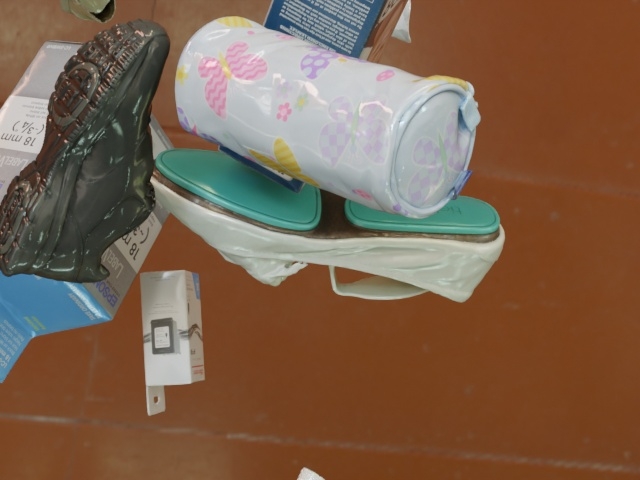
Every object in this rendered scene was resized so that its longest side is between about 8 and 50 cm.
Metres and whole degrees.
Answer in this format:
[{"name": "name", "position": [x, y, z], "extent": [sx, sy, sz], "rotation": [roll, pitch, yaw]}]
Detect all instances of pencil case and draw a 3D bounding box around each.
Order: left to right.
[{"name": "pencil case", "position": [0.000, -0.112, 1.003], "extent": [0.124, 0.273, 0.113], "rotation": [-61, 142, -10]}]

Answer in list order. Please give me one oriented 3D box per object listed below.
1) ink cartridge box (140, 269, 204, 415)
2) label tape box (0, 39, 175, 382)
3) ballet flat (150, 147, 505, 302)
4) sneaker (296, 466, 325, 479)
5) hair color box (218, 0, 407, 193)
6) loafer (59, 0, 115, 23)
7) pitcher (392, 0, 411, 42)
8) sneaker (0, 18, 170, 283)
[{"name": "ink cartridge box", "position": [-0.188, 0.131, 1.527], "extent": [0.060, 0.180, 0.104], "rotation": [-4, 176, 4]}, {"name": "label tape box", "position": [-0.301, -0.023, 1.353], "extent": [0.106, 0.333, 0.240], "rotation": [11, 151, 28]}, {"name": "ballet flat", "position": [0.000, 0.000, 1.305], "extent": [0.400, 0.139, 0.139], "rotation": [9, 131, -5]}, {"name": "sneaker", "position": [-0.008, 0.381, 1.672], "extent": [0.054, 0.061, 0.152], "rotation": [18, 149, 38]}, {"name": "hair color box", "position": [0.021, -0.232, 1.180], "extent": [0.105, 0.174, 0.347], "rotation": [30, 133, 4]}, {"name": "loafer", "position": [-0.377, -0.430, 1.931], "extent": [0.092, 0.102, 0.268], "rotation": [24, 171, -1]}, {"name": "pitcher", "position": [0.038, -0.372, 1.901], "extent": [0.207, 0.177, 0.125], "rotation": [-2, 119, 2]}, {"name": "sneaker", "position": [-0.208, -0.081, 1.149], "extent": [0.130, 0.109, 0.286], "rotation": [18, 114, -34]}]
